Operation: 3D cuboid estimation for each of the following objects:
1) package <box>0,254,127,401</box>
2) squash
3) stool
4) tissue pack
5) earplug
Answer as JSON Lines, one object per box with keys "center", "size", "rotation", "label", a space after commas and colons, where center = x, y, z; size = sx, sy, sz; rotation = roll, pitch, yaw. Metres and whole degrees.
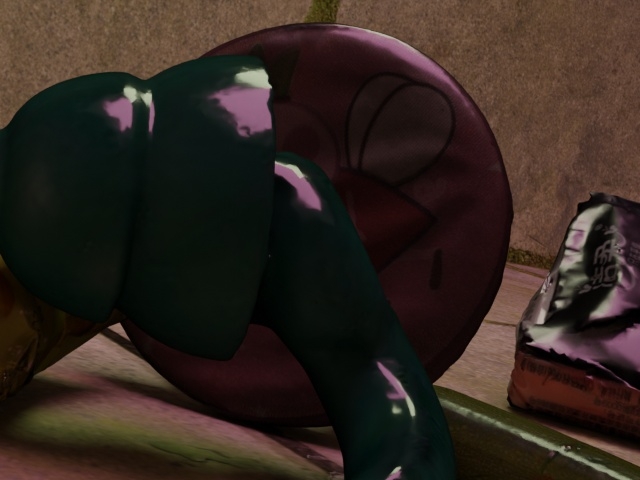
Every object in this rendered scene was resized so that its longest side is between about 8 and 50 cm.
{"center": [-0.203, 0.036, 0.835], "size": [0.168, 0.090, 0.226], "rotation": [11, 13, 6], "label": "package"}
{"center": [0.112, 0.132, 0.797], "size": [0.229, 0.066, 0.066], "rotation": [19, 7, 43], "label": "squash"}
{"center": [0.000, 0.000, 1.011], "size": [0.272, 0.272, 0.178], "rotation": [14, -8, 13], "label": "stool"}
{"center": [0.342, 0.089, 1.243], "size": [0.332, 0.123, 0.245], "rotation": [16, 34, 15], "label": "tissue pack"}
{"center": [-0.055, 0.026, 0.764], "size": [0.280, 0.257, 0.164], "rotation": [13, -19, -10], "label": "earplug"}
